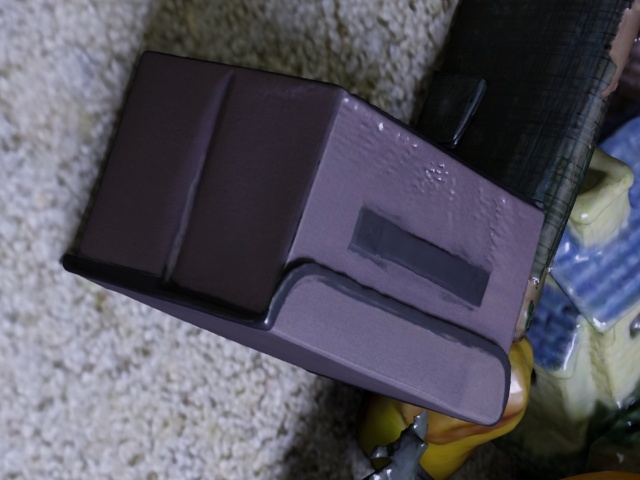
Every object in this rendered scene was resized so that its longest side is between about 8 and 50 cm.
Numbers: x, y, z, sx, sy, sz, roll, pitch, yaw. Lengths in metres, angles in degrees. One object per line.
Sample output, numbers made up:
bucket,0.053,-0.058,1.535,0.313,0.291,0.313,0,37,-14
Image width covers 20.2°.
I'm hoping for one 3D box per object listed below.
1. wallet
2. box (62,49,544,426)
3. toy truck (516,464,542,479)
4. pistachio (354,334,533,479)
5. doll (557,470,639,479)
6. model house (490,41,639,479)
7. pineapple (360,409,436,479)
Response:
wallet,0.131,-0.083,1.258,0.044,0.169,0.317,28,78,-36
box,0.000,0.000,1.111,0.252,0.188,0.153,25,81,-47
toy truck,0.290,0.354,1.439,0.254,0.180,0.405,21,55,-49
pistachio,0.086,0.108,1.285,0.189,0.100,0.110,121,-12,-55
doll,0.243,0.258,1.235,0.213,0.236,0.213,-16,90,-73
model house,0.275,0.014,1.343,0.321,0.261,0.266,-37,133,-22
pineapple,0.019,0.291,1.202,0.223,0.222,0.357,20,74,-51
